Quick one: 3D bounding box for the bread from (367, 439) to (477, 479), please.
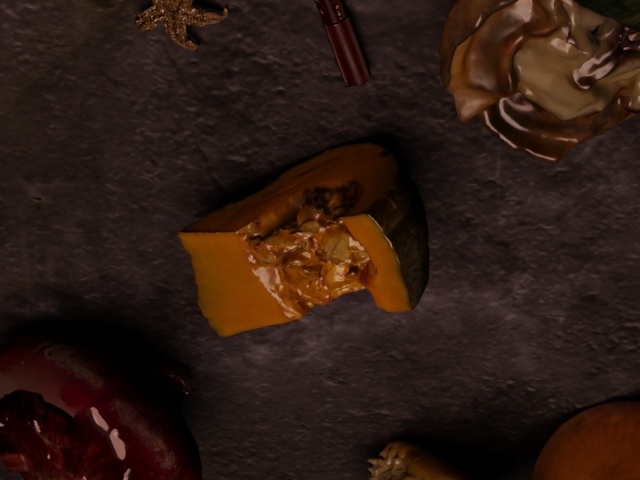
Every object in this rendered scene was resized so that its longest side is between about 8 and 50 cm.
[{"bbox_3d":[0.144,0.316,1.471,0.174,0.121,0.245,49,165,-32],"label":"bread"}]

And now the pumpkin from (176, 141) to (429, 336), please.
[{"bbox_3d":[-0.003,-0.002,1.264,0.248,0.126,0.131,-6,129,34],"label":"pumpkin"}]

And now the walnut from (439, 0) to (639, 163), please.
[{"bbox_3d":[0.209,-0.162,1.076,0.238,0.141,0.204,13,145,-8],"label":"walnut"}]

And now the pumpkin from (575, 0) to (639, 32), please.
[{"bbox_3d":[0.253,-0.271,0.892,0.300,0.207,0.300,0,89,-9],"label":"pumpkin"}]

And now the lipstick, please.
[{"bbox_3d":[0.005,-0.202,1.133,0.027,0.027,0.176,-11,130,15],"label":"lipstick"}]

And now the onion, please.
[{"bbox_3d":[-0.219,0.191,1.438,0.272,0.195,0.272,31,144,26],"label":"onion"}]

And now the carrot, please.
[{"bbox_3d":[0.356,0.311,1.490,0.196,0.196,0.254,-19,138,21],"label":"carrot"}]

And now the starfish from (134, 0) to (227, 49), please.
[{"bbox_3d":[-0.118,-0.191,1.152,0.078,0.028,0.091,-9,136,10],"label":"starfish"}]
